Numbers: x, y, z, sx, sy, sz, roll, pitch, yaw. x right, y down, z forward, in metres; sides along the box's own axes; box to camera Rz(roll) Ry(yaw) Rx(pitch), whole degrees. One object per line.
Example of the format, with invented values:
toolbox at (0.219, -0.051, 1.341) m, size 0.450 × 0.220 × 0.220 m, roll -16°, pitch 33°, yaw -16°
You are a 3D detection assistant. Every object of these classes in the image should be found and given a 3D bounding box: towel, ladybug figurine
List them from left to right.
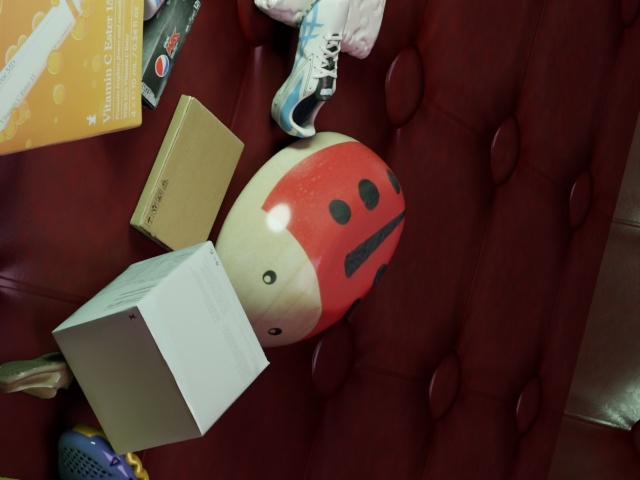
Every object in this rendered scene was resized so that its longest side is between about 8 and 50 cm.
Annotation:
ladybug figurine at (0.000, 0.000, 2.310) m, size 0.449 × 0.162 × 0.305 m, roll -46°, pitch 137°, yaw -43°
towel at (0.023, -0.466, 2.280) m, size 0.332 × 0.053 × 0.317 m, roll 13°, pitch 89°, yaw -60°

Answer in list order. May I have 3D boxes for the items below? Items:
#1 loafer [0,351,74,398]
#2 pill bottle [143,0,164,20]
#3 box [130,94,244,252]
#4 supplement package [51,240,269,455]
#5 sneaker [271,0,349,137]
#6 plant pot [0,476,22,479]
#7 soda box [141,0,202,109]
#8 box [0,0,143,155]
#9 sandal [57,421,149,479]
loafer at (-0.357, 0.176, 1.872) m, size 0.148 × 0.056 × 0.050 m, roll -9°, pitch 103°, yaw -58°
pill bottle at (-0.212, -0.353, 1.893) m, size 0.137 × 0.078 × 0.078 m, roll -58°, pitch 145°, yaw -29°
box at (-0.186, -0.082, 2.102) m, size 0.164 × 0.021 × 0.201 m, roll 42°, pitch 64°, yaw -57°
supplement package at (-0.205, 0.140, 1.940) m, size 0.194 × 0.149 × 0.203 m, roll 65°, pitch 31°, yaw -13°
sneaker at (-0.001, -0.264, 2.221) m, size 0.085 × 0.086 × 0.237 m, roll -10°, pitch 129°, yaw -50°
plant pot at (-0.352, 0.403, 1.838) m, size 0.187 × 0.212 × 0.212 m, roll -4°, pitch 105°, yaw -72°
soda box at (-0.219, -0.258, 1.936) m, size 0.053 × 0.060 × 0.169 m, roll 49°, pitch 58°, yaw -56°
box at (-0.353, -0.216, 1.592) m, size 0.345 × 0.168 × 0.215 m, roll -22°, pitch 120°, yaw -59°
sandal at (-0.301, 0.388, 1.993) m, size 0.138 × 0.126 × 0.317 m, roll -38°, pitch 131°, yaw -42°
